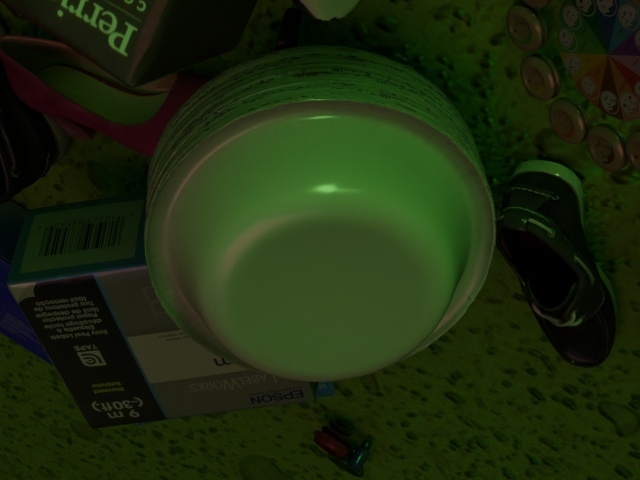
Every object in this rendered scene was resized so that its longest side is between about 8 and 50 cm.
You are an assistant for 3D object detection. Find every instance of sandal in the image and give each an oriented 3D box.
[{"bbox_3d":[-0.031,-0.116,0.942,0.040,0.067,0.179,16,140,-4],"label":"sandal"}]

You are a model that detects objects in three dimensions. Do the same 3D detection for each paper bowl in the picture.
[{"bbox_3d":[0.000,0.000,0.897,0.284,0.148,0.284,-2,129,-3],"label":"paper bowl"}]

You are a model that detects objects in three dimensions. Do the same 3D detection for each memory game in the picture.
[{"bbox_3d":[0.192,-0.125,0.760,0.186,0.012,0.186,45,153,31],"label":"memory game"}]

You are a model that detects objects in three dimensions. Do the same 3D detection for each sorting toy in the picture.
[{"bbox_3d":[0.034,0.250,1.354,0.061,0.042,0.102,20,157,36],"label":"sorting toy"}]

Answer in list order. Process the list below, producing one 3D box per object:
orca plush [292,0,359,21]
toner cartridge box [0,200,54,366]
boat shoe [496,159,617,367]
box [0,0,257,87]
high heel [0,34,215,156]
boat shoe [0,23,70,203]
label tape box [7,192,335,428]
[{"bbox_3d":[0.000,-0.287,0.694,0.102,0.151,0.287,45,154,38],"label":"orca plush"},{"bbox_3d":[-0.354,0.044,1.314,0.347,0.075,0.165,35,141,-10],"label":"toner cartridge box"},{"bbox_3d":[0.202,0.039,0.969,0.084,0.079,0.233,0,137,29],"label":"boat shoe"},{"bbox_3d":[-0.070,-0.293,0.557,0.191,0.143,0.381,32,118,8],"label":"box"},{"bbox_3d":[-0.183,-0.142,0.989,0.244,0.082,0.117,10,151,41],"label":"high heel"},{"bbox_3d":[-0.370,-0.172,1.039,0.127,0.113,0.340,0,135,32],"label":"boat shoe"},{"bbox_3d":[-0.135,0.107,1.158,0.249,0.115,0.348,-9,132,8],"label":"label tape box"}]
